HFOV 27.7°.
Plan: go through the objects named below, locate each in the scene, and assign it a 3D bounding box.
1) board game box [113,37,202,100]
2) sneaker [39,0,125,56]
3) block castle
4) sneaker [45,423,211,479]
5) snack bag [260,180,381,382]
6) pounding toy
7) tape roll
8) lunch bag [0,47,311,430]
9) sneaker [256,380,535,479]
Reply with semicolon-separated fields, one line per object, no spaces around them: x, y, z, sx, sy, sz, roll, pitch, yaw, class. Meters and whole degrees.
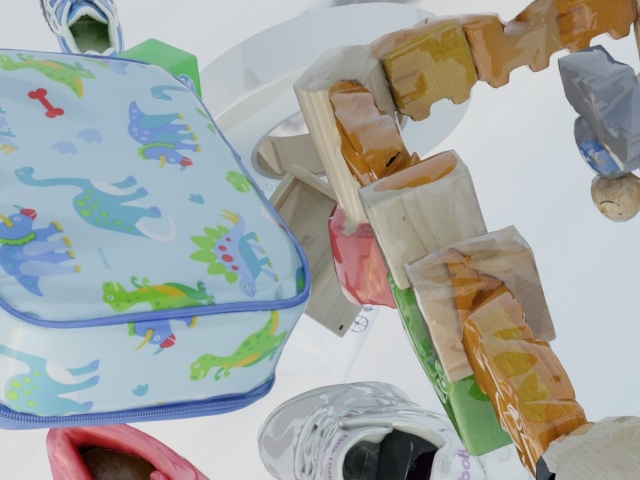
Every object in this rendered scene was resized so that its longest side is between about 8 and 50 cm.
-0.230;-0.005;1.131;0.064;0.242;0.316;25;-136;36;board game box
-0.237;-0.230;1.318;0.080;0.211;0.081;-16;153;-18;sneaker
0.185;0.027;0.665;0.303;0.213;0.453;-23;-147;-3;block castle
-0.101;0.240;0.987;0.116;0.314;0.136;-49;158;-19;sneaker
-0.088;0.052;1.633;0.323;0.342;0.037;114;-16;-44;snack bag
0.000;0.000;1.215;0.141;0.100;0.130;32;-94;39;pounding toy
0.001;-0.157;1.644;0.392;0.072;0.392;-17;158;-7;tape roll
-0.122;-0.008;0.648;0.176;0.219;0.090;-3;132;-34;lunch bag
0.036;0.164;1.044;0.305;0.152;0.114;0;-104;48;sneaker
